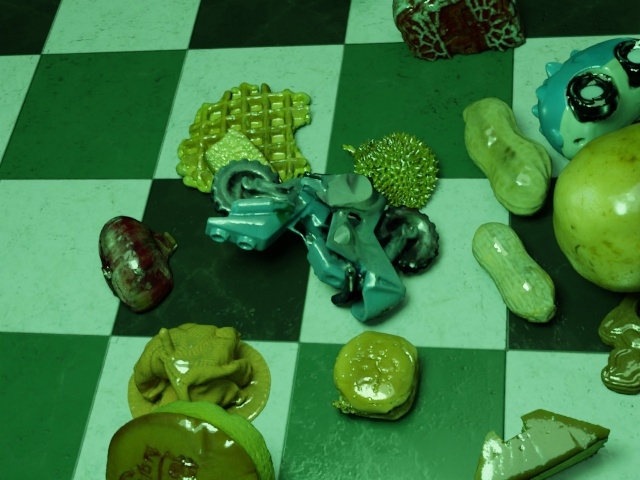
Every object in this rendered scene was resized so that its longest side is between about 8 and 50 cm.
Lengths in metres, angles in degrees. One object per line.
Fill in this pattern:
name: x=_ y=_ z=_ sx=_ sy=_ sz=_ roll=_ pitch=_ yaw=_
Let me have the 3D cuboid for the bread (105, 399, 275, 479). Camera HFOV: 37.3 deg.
bread: x=-0.198 y=0.370 z=1.418 sx=0.270 sy=0.148 sz=0.269 roll=3 pitch=101 yaw=14

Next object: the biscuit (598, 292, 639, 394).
biscuit: x=0.569 y=0.146 z=1.519 sx=0.290 sy=0.041 sz=0.208 roll=-34 pitch=56 yaw=-11

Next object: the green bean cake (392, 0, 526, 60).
green bean cake: x=0.275 y=-0.451 z=1.918 sx=0.233 sy=0.198 sz=0.097 roll=-17 pitch=45 yaw=20

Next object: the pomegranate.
pomegranate: x=0.519 y=-0.050 z=1.509 sx=0.307 sy=0.307 sz=0.307 roll=-6 pitch=57 yaw=8

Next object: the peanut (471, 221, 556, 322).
peanut: x=0.326 y=0.052 z=1.604 sx=0.087 sy=0.087 sz=0.206 roll=-27 pitch=57 yaw=-6

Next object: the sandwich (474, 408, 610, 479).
sandwich: x=0.308 y=0.322 z=1.430 sx=0.244 sy=0.090 sz=0.088 roll=-27 pitch=60 yaw=-3

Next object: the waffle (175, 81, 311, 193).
waffle: x=-0.141 y=-0.193 z=1.880 sx=0.282 sy=0.058 sz=0.300 roll=14 pitch=61 yaw=18

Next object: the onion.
onion: x=-0.345 y=0.024 z=1.758 sx=0.151 sy=0.098 sz=0.206 roll=-34 pitch=57 yaw=-9

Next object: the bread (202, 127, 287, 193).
bread: x=-0.143 y=-0.126 z=1.770 sx=0.103 sy=0.065 sz=0.187 roll=-30 pitch=66 yaw=-12

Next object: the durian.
durian: x=0.125 y=-0.151 z=1.773 sx=0.208 sy=0.102 sz=0.146 roll=28 pitch=73 yaw=30

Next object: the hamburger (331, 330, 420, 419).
hamburger: x=0.089 y=0.220 z=1.548 sx=0.138 sy=0.083 sz=0.147 roll=7 pitch=56 yaw=21

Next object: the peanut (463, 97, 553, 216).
peanut: x=0.342 y=-0.161 z=1.725 sx=0.125 sy=0.111 sz=0.274 roll=-19 pitch=56 yaw=-6

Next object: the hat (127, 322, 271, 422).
hat: x=-0.230 y=0.195 z=1.541 sx=0.244 sy=0.233 sz=0.233 roll=29 pitch=66 yaw=25

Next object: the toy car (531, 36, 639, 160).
toy car: x=0.496 y=-0.264 z=1.716 sx=0.255 sy=0.188 sz=0.190 roll=-36 pitch=50 yaw=-12

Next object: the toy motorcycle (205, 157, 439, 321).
toy motorcycle: x=0.000 y=0.000 z=1.633 sx=0.416 sy=0.172 sz=0.232 roll=18 pitch=62 yaw=-5
